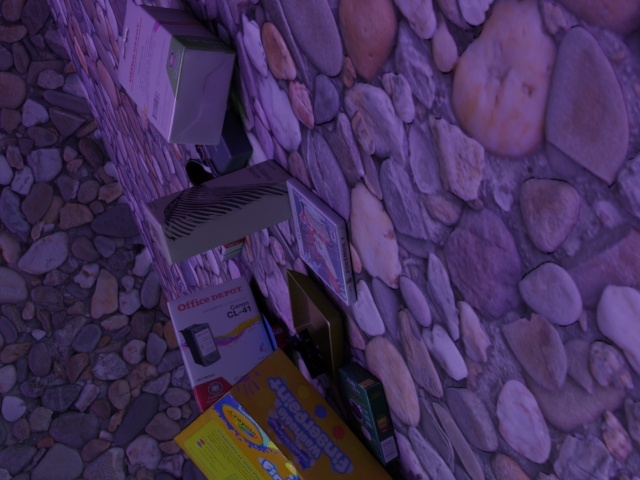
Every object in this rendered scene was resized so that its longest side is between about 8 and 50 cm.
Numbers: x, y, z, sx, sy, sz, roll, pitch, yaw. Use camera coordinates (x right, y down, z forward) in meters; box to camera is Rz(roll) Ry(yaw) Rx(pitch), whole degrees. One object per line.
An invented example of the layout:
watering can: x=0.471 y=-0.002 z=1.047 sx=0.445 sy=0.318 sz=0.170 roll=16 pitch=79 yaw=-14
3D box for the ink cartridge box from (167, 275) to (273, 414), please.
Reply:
ink cartridge box: x=-0.245 y=0.276 z=2.149 sx=0.131 sy=0.226 sz=0.306 roll=104 pitch=146 yaw=-71

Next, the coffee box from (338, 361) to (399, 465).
coffee box: x=0.097 y=0.342 z=1.651 sx=0.113 sy=0.040 sz=0.184 roll=28 pitch=137 yaw=61

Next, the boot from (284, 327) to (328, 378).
boot: x=-0.028 y=0.238 z=1.731 sx=0.099 sy=0.045 sz=0.121 roll=62 pitch=160 yaw=5

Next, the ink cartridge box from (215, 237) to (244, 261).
ink cartridge box: x=-0.247 y=-0.015 z=2.153 sx=0.099 sy=0.056 sz=0.135 roll=61 pitch=160 yaw=15

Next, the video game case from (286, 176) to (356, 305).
video game case: x=0.000 y=0.000 z=1.556 sx=0.201 sy=0.023 sz=0.184 roll=43 pitch=150 yaw=50

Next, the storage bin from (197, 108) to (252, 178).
storage bin: x=-0.209 y=-0.212 z=1.789 sx=0.135 sy=0.098 sz=0.091 roll=65 pitch=151 yaw=7

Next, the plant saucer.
plant saucer: x=-0.002 y=0.169 z=1.719 sx=0.188 sy=0.045 sz=0.188 roll=49 pitch=154 yaw=43

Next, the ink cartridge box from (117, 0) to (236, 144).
ink cartridge box: x=-0.314 y=-0.366 z=1.760 sx=0.353 sy=0.119 sz=0.207 roll=47 pitch=130 yaw=46

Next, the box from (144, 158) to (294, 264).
box: x=-0.190 y=-0.059 z=1.613 sx=0.113 sy=0.275 sz=0.094 roll=41 pitch=148 yaw=51

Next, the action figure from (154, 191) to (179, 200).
action figure: x=-0.363 y=-0.092 z=2.272 sx=0.280 sy=0.139 sz=0.092 roll=8 pitch=117 yaw=71

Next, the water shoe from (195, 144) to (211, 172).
water shoe: x=-0.251 y=-0.213 z=1.918 sx=0.203 sy=0.072 sz=0.080 roll=35 pitch=141 yaw=57

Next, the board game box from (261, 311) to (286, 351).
board game box: x=-0.108 y=0.253 z=2.118 sx=0.169 sy=0.033 sz=0.133 roll=-134 pitch=28 yaw=-68

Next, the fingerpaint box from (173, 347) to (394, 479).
fingerpaint box: x=-0.061 y=0.492 z=1.763 sx=0.445 sy=0.163 sz=0.371 roll=48 pitch=143 yaw=3

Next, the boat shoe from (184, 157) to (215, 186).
boat shoe: x=-0.245 y=-0.105 z=1.970 sx=0.233 sy=0.084 sz=0.079 roll=54 pitch=-164 yaw=25
